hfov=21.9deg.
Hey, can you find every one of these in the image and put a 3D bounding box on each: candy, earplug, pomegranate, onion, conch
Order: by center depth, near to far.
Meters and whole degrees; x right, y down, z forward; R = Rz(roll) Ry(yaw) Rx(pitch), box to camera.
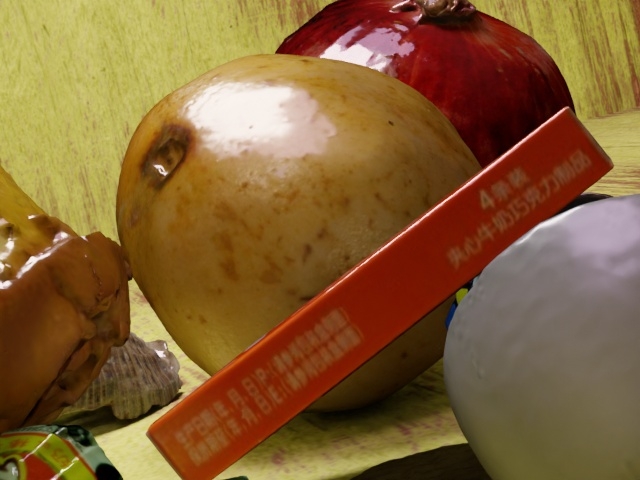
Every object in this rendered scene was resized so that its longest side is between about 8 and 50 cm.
[{"bbox_3d":[0.169,0.066,0.847,0.214,0.175,0.325,-27,-5,13],"label":"earplug"},{"bbox_3d":[-0.102,0.143,0.934,0.083,0.091,0.305,3,-1,20],"label":"candy"},{"bbox_3d":[-0.014,-0.011,1.252,0.307,0.307,0.307,-13,7,2],"label":"pomegranate"},{"bbox_3d":[-0.228,0.112,1.426,0.245,0.163,0.178,2,32,-28],"label":"conch"},{"bbox_3d":[0.100,-0.091,1.675,0.341,0.341,0.341,-13,7,2],"label":"onion"}]

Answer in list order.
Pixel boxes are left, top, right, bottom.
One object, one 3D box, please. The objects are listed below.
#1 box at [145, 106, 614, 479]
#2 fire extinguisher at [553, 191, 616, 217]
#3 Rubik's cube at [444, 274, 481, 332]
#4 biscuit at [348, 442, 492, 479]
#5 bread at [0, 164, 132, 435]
[{"bbox_3d":[0.030,0.037,0.953,0.273,0.048,0.265,-38,-3,-3],"label":"box"},{"bbox_3d":[0.226,0.011,1.260,0.072,0.089,0.267,-23,-7,15],"label":"fire extinguisher"},{"bbox_3d":[0.149,0.059,1.097,0.112,0.133,0.133,-39,-1,17],"label":"Rubik's cube"},{"bbox_3d":[0.067,0.141,0.978,0.120,0.015,0.120,-13,6,1],"label":"biscuit"},{"bbox_3d":[-0.296,0.093,0.941,0.398,0.215,0.398,-40,-4,-3],"label":"bread"}]
